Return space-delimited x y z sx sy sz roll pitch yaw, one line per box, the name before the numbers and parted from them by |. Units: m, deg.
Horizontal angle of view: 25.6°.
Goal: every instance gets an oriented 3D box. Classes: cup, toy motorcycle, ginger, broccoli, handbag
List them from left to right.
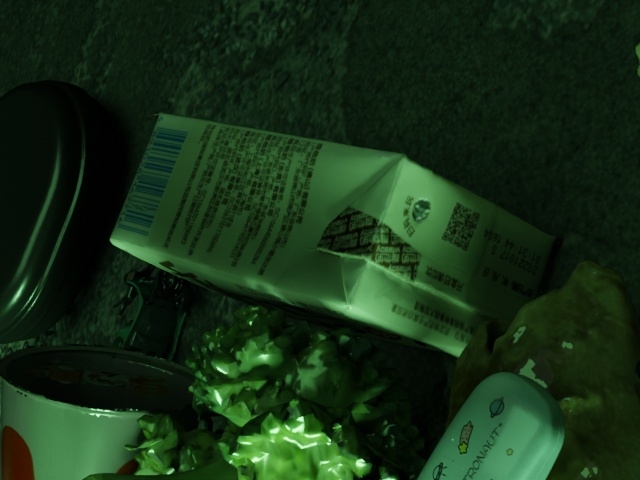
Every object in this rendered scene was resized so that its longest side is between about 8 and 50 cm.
handbag | -0.335 -0.034 1.597 0.254 0.093 0.308 29 98 49
cup | -0.213 0.258 1.290 0.203 0.203 0.288 21 105 48
toy motorcycle | -0.178 0.089 1.414 0.100 0.058 0.173 27 98 54
broccoli | -0.052 0.229 1.083 0.338 0.317 0.277 -14 59 14
ginger | 0.190 0.149 0.951 0.221 0.130 0.276 -13 69 41

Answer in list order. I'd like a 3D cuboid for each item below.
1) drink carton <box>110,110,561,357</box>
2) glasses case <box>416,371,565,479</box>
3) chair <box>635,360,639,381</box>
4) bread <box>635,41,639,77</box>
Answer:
drink carton | 0.000 0.000 1.147 0.324 0.194 0.132 13 82 49
glasses case | 0.096 0.168 0.913 0.067 0.045 0.178 41 110 40
chair | 0.294 0.049 0.803 0.140 0.221 0.145 2 79 48
bread | 0.287 -0.124 0.880 0.224 0.211 0.184 -33 61 29
